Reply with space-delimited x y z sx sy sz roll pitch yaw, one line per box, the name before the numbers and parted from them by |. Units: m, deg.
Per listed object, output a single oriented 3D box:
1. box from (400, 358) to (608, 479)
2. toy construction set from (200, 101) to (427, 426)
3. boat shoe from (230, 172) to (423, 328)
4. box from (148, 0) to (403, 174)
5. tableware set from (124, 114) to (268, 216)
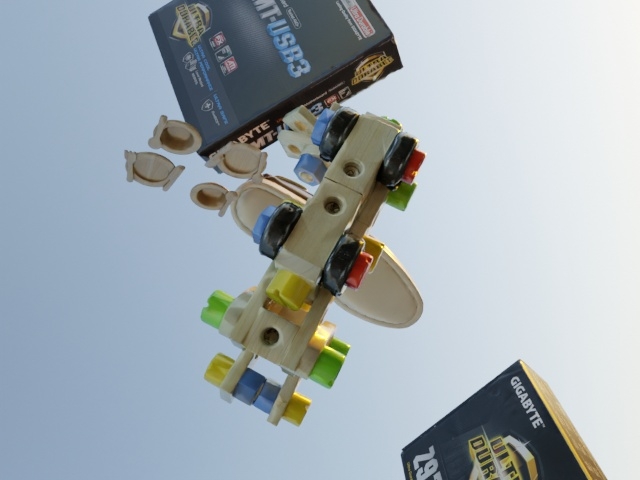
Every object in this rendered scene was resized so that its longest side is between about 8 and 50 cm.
box | 0.244 0.349 0.717 0.079 0.257 0.322 39 -161 -17
toy construction set | 0.000 0.000 0.499 0.215 0.151 0.328 94 -171 -67
boat shoe | 0.019 0.009 0.807 0.117 0.324 0.097 -56 2 23
box | -0.077 -0.285 0.763 0.296 0.293 0.073 67 -170 27
tableware set | -0.156 -0.090 0.671 0.168 0.141 0.020 20 -130 -26
